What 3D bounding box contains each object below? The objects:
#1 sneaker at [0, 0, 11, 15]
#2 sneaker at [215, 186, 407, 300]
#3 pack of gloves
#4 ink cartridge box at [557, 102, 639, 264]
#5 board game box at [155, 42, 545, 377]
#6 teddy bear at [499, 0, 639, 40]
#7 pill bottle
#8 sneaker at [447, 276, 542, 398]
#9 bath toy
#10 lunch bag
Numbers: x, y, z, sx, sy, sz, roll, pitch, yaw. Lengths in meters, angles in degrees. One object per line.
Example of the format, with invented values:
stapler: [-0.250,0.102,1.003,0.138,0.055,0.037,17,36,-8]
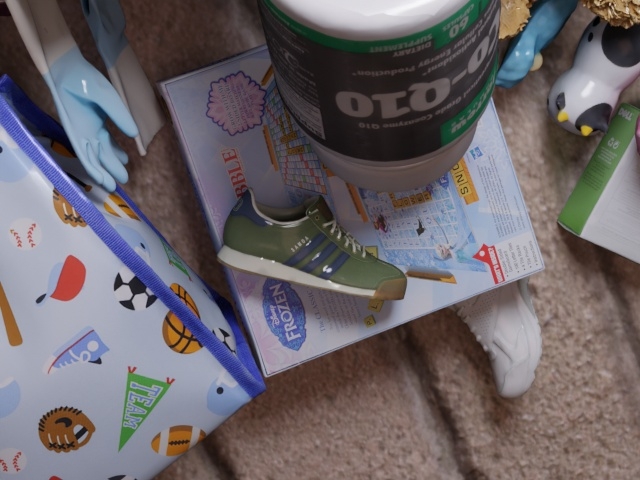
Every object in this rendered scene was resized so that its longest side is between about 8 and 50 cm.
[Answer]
sneaker: [-0.331,-0.274,1.392,0.069,0.084,0.185,-40,116,0]
sneaker: [0.000,0.000,1.490,0.192,0.064,0.086,12,100,-9]
pack of gloves: [-0.199,-0.174,1.415,0.046,0.195,0.232,-11,116,21]
ink cartridge box: [0.366,-0.084,1.696,0.109,0.062,0.209,23,101,-23]
board game box: [0.033,-0.065,1.558,0.318,0.066,0.319,-20,100,-9]
teddy bear: [0.248,-0.327,1.491,0.245,0.113,0.338,35,88,-2]
pill bottle: [0.053,-0.187,1.312,0.204,0.204,0.361,-29,160,-5]
sneaker: [0.180,0.070,1.694,0.115,0.090,0.232,-10,104,-7]
bath toy: [0.357,-0.137,1.575,0.348,0.129,0.151,26,133,1]
lunch bag: [-0.302,0.072,1.451,0.328,0.239,0.385,-41,119,4]
